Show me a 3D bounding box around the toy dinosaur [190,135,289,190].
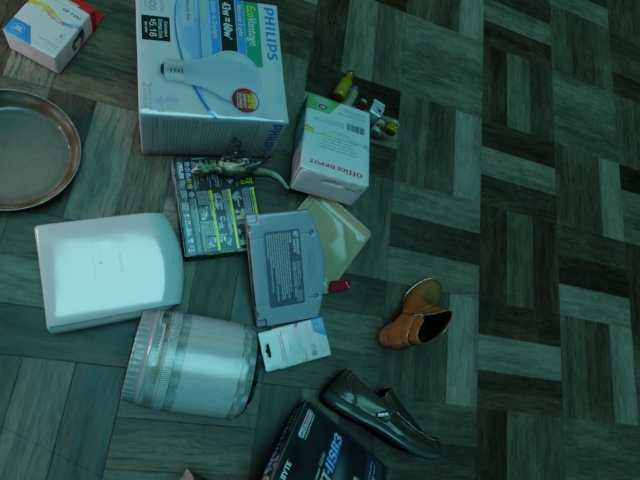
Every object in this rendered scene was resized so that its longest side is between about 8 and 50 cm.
[{"bbox_3d":[-0.197,-0.200,1.225,0.269,0.118,0.064,6,46,-21],"label":"toy dinosaur"}]

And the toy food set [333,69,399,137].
[{"bbox_3d":[0.148,-0.421,1.469,0.232,0.111,0.104,29,69,-8],"label":"toy food set"}]

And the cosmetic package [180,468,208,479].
[{"bbox_3d":[-0.201,0.652,1.045,0.296,0.153,0.129,34,67,-11],"label":"cosmetic package"}]

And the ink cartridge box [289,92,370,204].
[{"bbox_3d":[0.030,-0.262,1.354,0.202,0.117,0.277,14,59,-17],"label":"ink cartridge box"}]

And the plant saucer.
[{"bbox_3d":[-0.745,-0.214,1.121,0.311,0.050,0.310,5,76,-19],"label":"plant saucer"}]

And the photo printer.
[{"bbox_3d":[-0.487,0.066,1.112,0.308,0.107,0.255,-8,79,-22],"label":"photo printer"}]

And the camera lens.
[{"bbox_3d":[-0.287,0.283,1.069,0.275,0.219,0.219,14,72,-17],"label":"camera lens"}]

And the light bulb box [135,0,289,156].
[{"bbox_3d":[-0.295,-0.429,1.247,0.362,0.225,0.357,-3,77,-20],"label":"light bulb box"}]

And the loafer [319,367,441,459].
[{"bbox_3d":[0.179,0.459,1.242,0.366,0.134,0.130,34,68,-10],"label":"loafer"}]

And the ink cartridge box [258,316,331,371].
[{"bbox_3d":[-0.075,0.274,1.236,0.182,0.061,0.104,-10,80,-23],"label":"ink cartridge box"}]

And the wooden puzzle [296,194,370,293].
[{"bbox_3d":[0.000,0.000,1.349,0.221,0.044,0.238,41,71,-7],"label":"wooden puzzle"}]

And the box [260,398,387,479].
[{"bbox_3d":[0.010,0.584,1.106,0.293,0.073,0.295,43,32,-6],"label":"box"}]

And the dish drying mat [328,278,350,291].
[{"bbox_3d":[0.055,0.128,1.328,0.083,0.008,0.032,0,105,-48],"label":"dish drying mat"}]

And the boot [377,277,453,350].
[{"bbox_3d":[0.294,0.195,1.305,0.284,0.220,0.109,-36,90,-24],"label":"boot"}]

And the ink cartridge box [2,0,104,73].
[{"bbox_3d":[-0.685,-0.570,1.218,0.134,0.078,0.230,28,68,-12],"label":"ink cartridge box"}]

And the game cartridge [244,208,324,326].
[{"bbox_3d":[-0.090,0.070,1.243,0.198,0.062,0.296,-7,98,-24],"label":"game cartridge"}]

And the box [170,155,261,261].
[{"bbox_3d":[-0.275,-0.090,1.257,0.217,0.060,0.269,-7,80,-22],"label":"box"}]
